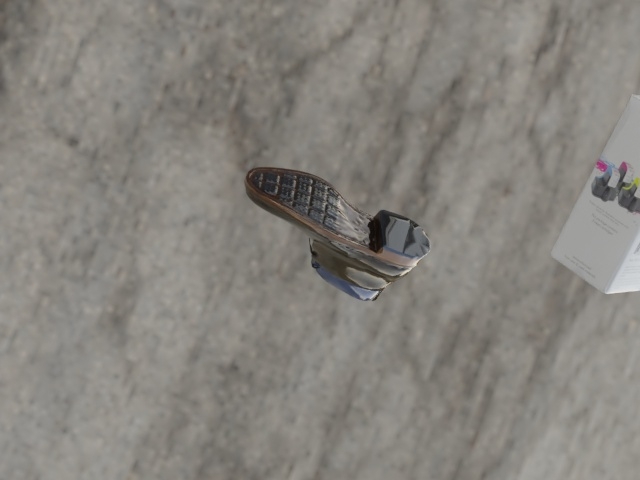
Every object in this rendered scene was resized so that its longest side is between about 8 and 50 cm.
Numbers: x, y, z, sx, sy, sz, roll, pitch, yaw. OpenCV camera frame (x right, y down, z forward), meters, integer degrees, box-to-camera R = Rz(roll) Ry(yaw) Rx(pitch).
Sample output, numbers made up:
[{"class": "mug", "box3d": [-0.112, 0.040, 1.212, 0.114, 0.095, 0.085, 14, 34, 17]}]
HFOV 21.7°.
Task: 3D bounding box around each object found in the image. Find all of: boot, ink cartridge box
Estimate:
[{"class": "boot", "box3d": [0.000, 0.000, 1.824, 0.106, 0.219, 0.082, -54, -161, 40]}, {"class": "ink cartridge box", "box3d": [0.264, -0.052, 1.292, 0.104, 0.061, 0.181, -2, 124, -51]}]
